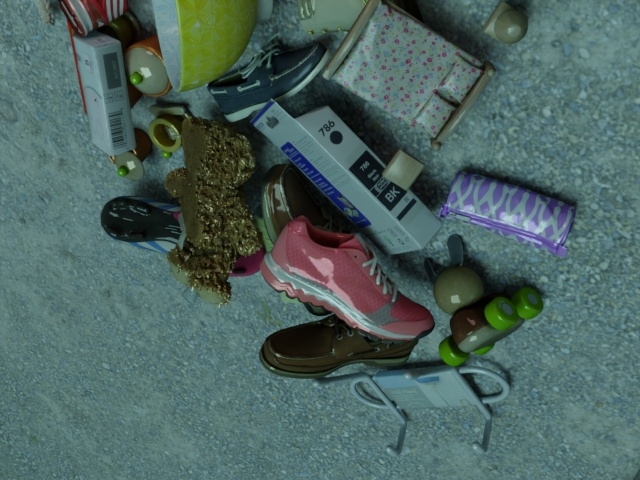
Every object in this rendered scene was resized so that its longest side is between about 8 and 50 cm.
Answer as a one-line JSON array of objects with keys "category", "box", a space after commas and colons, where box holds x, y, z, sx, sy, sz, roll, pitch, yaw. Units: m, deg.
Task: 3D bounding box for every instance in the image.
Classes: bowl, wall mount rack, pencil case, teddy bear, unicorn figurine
[{"category": "bowl", "box": [-0.158, -0.371, 1.195, 0.156, 0.289, 0.290, -11, 130, -14]}, {"category": "wall mount rack", "box": [0.165, 0.298, 1.555, 0.350, 0.130, 0.304, -13, 131, 36]}, {"category": "pencil case", "box": [0.288, -0.042, 1.267, 0.206, 0.088, 0.086, 17, 131, 17]}, {"category": "teddy bear", "box": [-0.188, -0.048, 1.449, 0.245, 0.113, 0.338, 8, 100, 52]}, {"category": "unicorn figurine", "box": [-0.485, -0.447, 1.415, 0.162, 0.060, 0.111, -28, 107, 42]}]

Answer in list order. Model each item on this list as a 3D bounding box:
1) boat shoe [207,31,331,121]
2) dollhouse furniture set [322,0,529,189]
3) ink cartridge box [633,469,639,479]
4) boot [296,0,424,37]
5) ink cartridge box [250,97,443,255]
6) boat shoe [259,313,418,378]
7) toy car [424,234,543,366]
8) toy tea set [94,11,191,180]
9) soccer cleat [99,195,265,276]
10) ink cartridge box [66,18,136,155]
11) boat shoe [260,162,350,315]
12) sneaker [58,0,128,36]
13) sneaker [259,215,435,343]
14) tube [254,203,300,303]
[{"category": "boat shoe", "box": [-0.087, -0.266, 1.306, 0.254, 0.095, 0.079, -13, 125, 49]}, {"category": "dollhouse furniture set", "box": [0.089, -0.259, 1.047, 0.303, 0.174, 0.356, 29, 112, -10]}, {"category": "ink cartridge box", "box": [0.671, 0.461, 1.417, 0.226, 0.131, 0.306, 21, 134, 15]}, {"category": "boot", "box": [0.059, -0.312, 1.193, 0.165, 0.077, 0.213, -6, 116, 33]}, {"category": "ink cartridge box", "box": [0.038, -0.112, 1.326, 0.332, 0.065, 0.165, 44, 165, -10]}, {"category": "boat shoe", "box": [0.040, 0.170, 1.484, 0.111, 0.307, 0.104, 63, 146, 36]}, {"category": "toy car", "box": [0.251, 0.090, 1.397, 0.155, 0.149, 0.188, -48, 65, 41]}, {"category": "toy tea set", "box": [-0.329, -0.237, 1.446, 0.200, 0.124, 0.336, 18, 132, 18]}, {"category": "soccer cleat", "box": [-0.265, -0.017, 1.613, 0.331, 0.143, 0.116, 18, 92, -4]}, {"category": "ink cartridge box", "box": [-0.401, -0.270, 1.418, 0.232, 0.066, 0.189, 28, 131, 43]}, {"category": "boat shoe", "box": [0.000, 0.000, 1.460, 0.119, 0.123, 0.324, -4, 131, 27]}, {"category": "sneaker", "box": [-0.390, -0.449, 1.346, 0.221, 0.128, 0.087, 61, 160, 2]}, {"category": "sneaker", "box": [0.061, 0.063, 1.354, 0.313, 0.116, 0.136, 24, 112, -5]}, {"category": "tube", "box": [-0.063, 0.034, 1.558, 0.070, 0.062, 0.240, 49, 161, 51]}]
